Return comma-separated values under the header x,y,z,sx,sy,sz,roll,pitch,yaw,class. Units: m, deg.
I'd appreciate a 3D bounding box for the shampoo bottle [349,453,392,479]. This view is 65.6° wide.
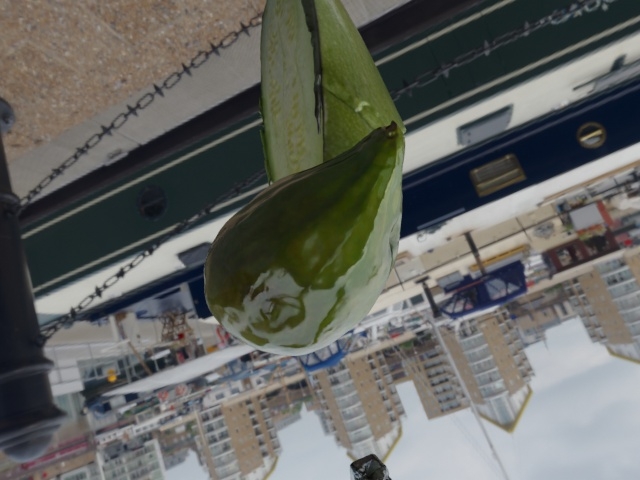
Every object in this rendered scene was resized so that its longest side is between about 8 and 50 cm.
x,y,z,sx,sy,sz,roll,pitch,yaw,class
0.143,0.309,0.430,0.071,0.310,0.098,-29,137,-28,shampoo bottle

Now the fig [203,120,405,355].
x,y,z,sx,sy,sz,roll,pitch,yaw,class
0.000,0.012,0.474,0.234,0.167,0.167,-26,166,11,fig

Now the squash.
x,y,z,sx,sy,sz,roll,pitch,yaw,class
-0.033,-0.240,0.710,0.210,0.308,0.234,-34,-173,-21,squash
